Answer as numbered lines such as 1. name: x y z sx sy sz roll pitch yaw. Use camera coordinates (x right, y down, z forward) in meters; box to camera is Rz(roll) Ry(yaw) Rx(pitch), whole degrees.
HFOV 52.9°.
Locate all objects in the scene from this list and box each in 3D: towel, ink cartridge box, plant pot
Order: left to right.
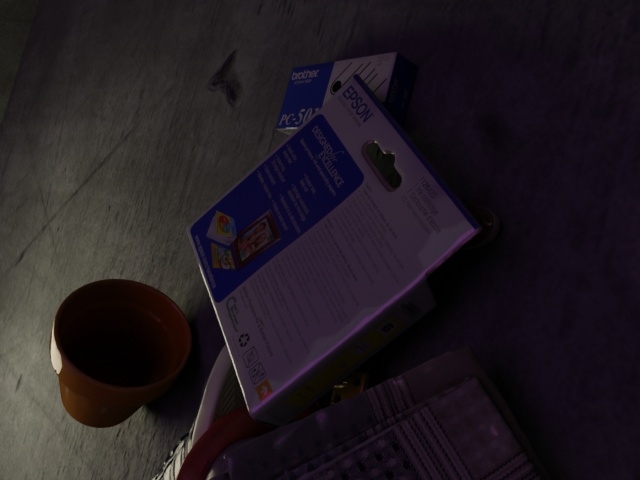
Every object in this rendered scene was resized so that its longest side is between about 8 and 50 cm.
1. plant pot: -0.331 0.198 1.025 0.188 0.205 0.205 -58 41 38
2. ink cartridge box: 0.000 0.000 0.746 0.307 0.072 0.303 -39 47 12
3. ink cartridge box: 0.029 -0.191 0.871 0.207 0.046 0.097 8 81 48
4. towel: 0.064 0.277 0.507 0.312 0.056 0.324 -27 62 -4

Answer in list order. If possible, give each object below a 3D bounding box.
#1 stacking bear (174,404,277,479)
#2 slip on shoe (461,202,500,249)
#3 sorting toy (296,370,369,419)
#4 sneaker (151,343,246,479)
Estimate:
1. stacking bear: 0.000 0.284 0.656 0.289 0.164 0.175 -1 92 38
2. slip on shoe: 0.131 -0.022 0.705 0.135 0.041 0.051 17 89 49
3. sorting toy: 0.015 0.086 0.788 0.132 0.046 0.274 -31 55 37
4. sneaker: -0.155 0.288 0.835 0.148 0.131 0.349 6 81 43
